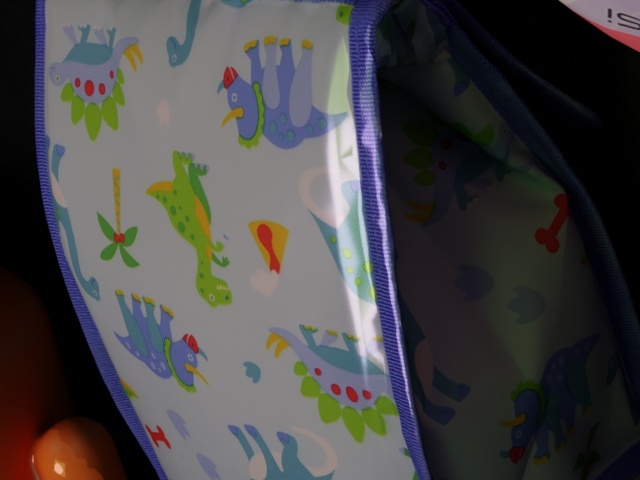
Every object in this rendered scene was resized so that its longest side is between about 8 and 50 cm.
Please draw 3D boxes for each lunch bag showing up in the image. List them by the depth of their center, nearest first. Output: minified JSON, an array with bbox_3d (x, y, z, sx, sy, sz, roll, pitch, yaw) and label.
[{"bbox_3d":[0.000,0.000,0.435,0.128,0.096,0.151,9,133,46],"label":"lunch bag"}]

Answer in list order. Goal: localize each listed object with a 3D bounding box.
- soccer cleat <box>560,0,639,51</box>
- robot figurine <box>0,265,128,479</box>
[{"bbox_3d":[0.106,-0.048,0.304,0.248,0.083,0.095,32,168,23],"label":"soccer cleat"},{"bbox_3d":[-0.148,0.093,0.654,0.128,0.158,0.219,-116,14,-61],"label":"robot figurine"}]
